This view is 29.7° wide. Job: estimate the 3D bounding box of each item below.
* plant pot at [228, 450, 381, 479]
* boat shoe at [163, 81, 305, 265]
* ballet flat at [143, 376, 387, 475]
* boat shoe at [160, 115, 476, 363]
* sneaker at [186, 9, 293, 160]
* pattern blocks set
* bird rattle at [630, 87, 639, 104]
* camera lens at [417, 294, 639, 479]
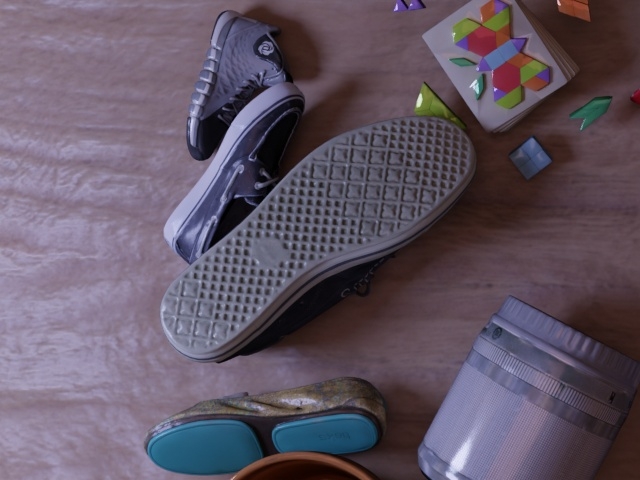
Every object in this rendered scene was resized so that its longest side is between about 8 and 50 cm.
[{"bbox_3d":[-0.003,0.422,1.642,0.291,0.203,0.291,-1,87,12],"label":"plant pot"},{"bbox_3d":[-0.105,-0.085,1.734,0.102,0.108,0.301,42,98,30],"label":"boat shoe"},{"bbox_3d":[-0.075,0.259,1.716,0.348,0.123,0.123,-9,85,11],"label":"ballet flat"},{"bbox_3d":[0.000,0.000,1.697,0.500,0.156,0.187,-37,72,-1],"label":"boat shoe"},{"bbox_3d":[-0.111,-0.218,1.768,0.132,0.086,0.229,14,88,10],"label":"sneaker"},{"bbox_3d":[0.246,-0.255,1.662,0.325,0.026,0.285,40,112,-2],"label":"pattern blocks set"},{"bbox_3d":[0.530,-0.256,1.595,0.207,0.143,0.253,-2,102,-1],"label":"bird rattle"},{"bbox_3d":[0.272,0.237,1.587,0.219,0.219,0.274,28,92,12],"label":"camera lens"}]
